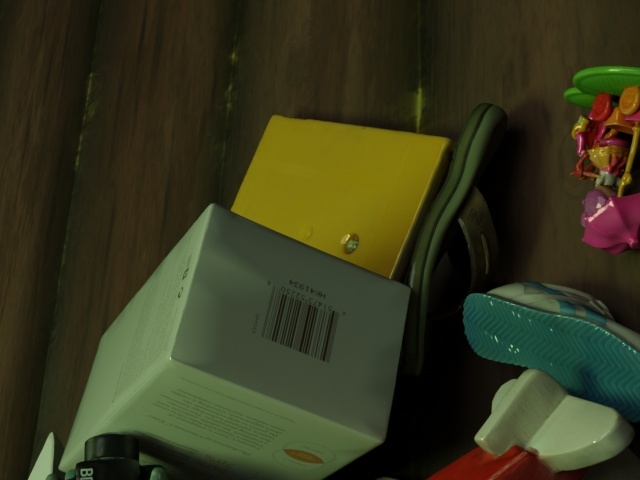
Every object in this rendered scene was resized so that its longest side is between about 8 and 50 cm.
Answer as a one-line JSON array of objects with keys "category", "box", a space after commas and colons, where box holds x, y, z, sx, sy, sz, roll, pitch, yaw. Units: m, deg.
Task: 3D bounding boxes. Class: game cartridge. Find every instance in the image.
[{"category": "game cartridge", "box": [0.000, 0.000, 1.479, 0.324, 0.053, 0.285, 15, 79, 51]}]

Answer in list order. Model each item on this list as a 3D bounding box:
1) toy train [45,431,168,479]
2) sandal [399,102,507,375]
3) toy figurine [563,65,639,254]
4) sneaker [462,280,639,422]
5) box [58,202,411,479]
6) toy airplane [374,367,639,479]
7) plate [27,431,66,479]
[{"category": "toy train", "box": [-0.189, 0.351, 1.163, 0.142, 0.190, 0.333, -3, 63, -4]}, {"category": "sandal", "box": [0.146, -0.003, 1.285, 0.086, 0.120, 0.302, 22, 72, 6]}, {"category": "toy figurine", "box": [0.276, -0.066, 1.196, 0.173, 0.130, 0.159, 178, 104, -69]}, {"category": "sneaker", "box": [0.235, 0.087, 1.138, 0.229, 0.092, 0.087, 27, 124, 48]}, {"category": "box", "box": [-0.093, 0.142, 1.262, 0.345, 0.215, 0.168, -43, 29, 53]}, {"category": "toy airplane", "box": [0.121, 0.290, 1.056, 0.384, 0.272, 0.386, -21, 11, 28]}, {"category": "plate", "box": [-0.317, 0.395, 1.361, 0.277, 0.045, 0.278, -61, 23, 24]}]
